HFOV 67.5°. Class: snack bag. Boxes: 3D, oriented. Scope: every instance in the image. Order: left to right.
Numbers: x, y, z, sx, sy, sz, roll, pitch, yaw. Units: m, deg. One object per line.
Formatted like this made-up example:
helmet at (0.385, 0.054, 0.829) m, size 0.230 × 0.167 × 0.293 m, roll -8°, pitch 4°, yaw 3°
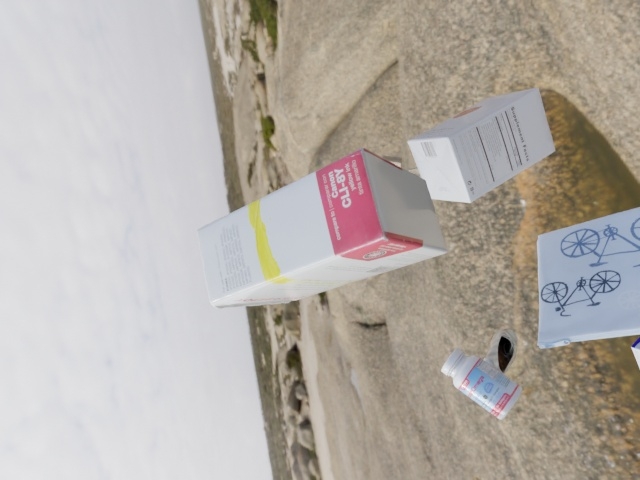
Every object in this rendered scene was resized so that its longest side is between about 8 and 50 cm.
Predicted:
snack bag at (0.641, 0.074, 1.049) m, size 0.037 × 0.323 × 0.342 m, roll 43°, pitch -132°, yaw -27°

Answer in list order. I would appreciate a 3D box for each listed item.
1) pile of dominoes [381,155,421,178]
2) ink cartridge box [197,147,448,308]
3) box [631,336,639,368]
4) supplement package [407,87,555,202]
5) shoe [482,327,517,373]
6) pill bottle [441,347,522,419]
pile of dominoes at (0.208, -0.121, 1.403) m, size 0.040 × 0.196 × 0.251 m, roll -66°, pitch -20°, yaw -56°
ink cartridge box at (0.000, 0.000, 0.914) m, size 0.279 × 0.385 × 0.160 m, roll 8°, pitch -116°, yaw -56°
box at (1.173, 0.407, 1.650) m, size 0.126 × 0.072 × 0.137 m, roll 57°, pitch 162°, yaw -21°
supplement package at (0.410, -0.243, 1.224) m, size 0.175 × 0.293 × 0.177 m, roll 65°, pitch 163°, yaw -17°
shoe at (0.455, 0.280, 1.187) m, size 0.076 × 0.219 × 0.058 m, roll 47°, pitch 131°, yaw 9°
pill bottle at (0.355, 0.313, 1.064) m, size 0.160 × 0.087 × 0.087 m, roll 34°, pitch 148°, yaw 25°
